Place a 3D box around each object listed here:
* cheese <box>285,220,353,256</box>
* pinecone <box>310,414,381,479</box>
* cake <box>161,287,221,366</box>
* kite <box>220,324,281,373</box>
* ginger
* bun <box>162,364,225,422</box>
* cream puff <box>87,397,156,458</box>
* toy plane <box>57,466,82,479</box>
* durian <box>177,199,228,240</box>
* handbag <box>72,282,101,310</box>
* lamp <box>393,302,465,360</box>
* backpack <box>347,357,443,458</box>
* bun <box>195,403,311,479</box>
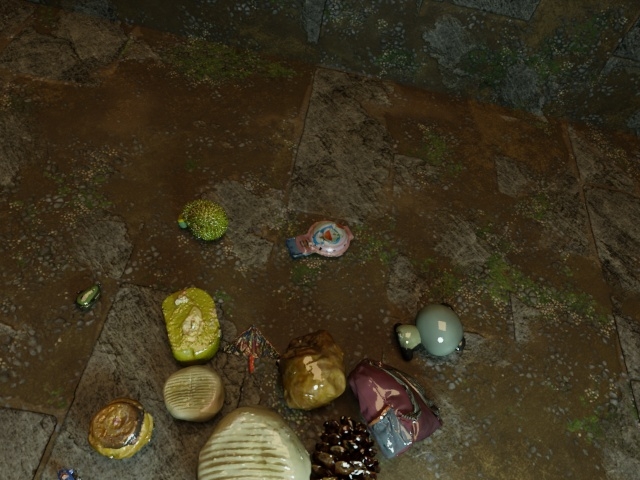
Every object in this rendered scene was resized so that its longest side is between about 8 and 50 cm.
[{"bbox_3d":[0.000,0.000,2.089,0.286,0.074,0.188,-14,57,-19],"label":"cheese"},{"bbox_3d":[0.078,0.676,1.531,0.225,0.224,0.272,17,46,1],"label":"pinecone"},{"bbox_3d":[-0.440,0.298,1.744,0.179,0.156,0.260,-16,61,-14],"label":"cake"},{"bbox_3d":[-0.240,0.386,1.802,0.233,0.009,0.189,6,54,-7],"label":"kite"},{"bbox_3d":[-0.016,0.441,1.696,0.222,0.201,0.269,68,22,-2],"label":"ginger"},{"bbox_3d":[-0.406,0.500,1.620,0.193,0.127,0.178,-4,55,0],"label":"bun"},{"bbox_3d":[-0.598,0.572,1.525,0.189,0.129,0.188,0,53,0],"label":"cream puff"},{"bbox_3d":[-0.704,0.719,1.442,0.167,0.062,0.054,47,58,9],"label":"toy plane"},{"bbox_3d":[-0.462,-0.093,2.017,0.198,0.146,0.159,35,54,10],"label":"durian"},{"bbox_3d":[-0.829,0.197,1.797,0.072,0.047,0.111,30,57,9],"label":"handbag"},{"bbox_3d":[0.407,0.341,1.872,0.244,0.197,0.197,-17,57,5],"label":"lamp"},{"bbox_3d":[0.237,0.526,1.668,0.283,0.197,0.317,9,38,-55],"label":"backpack"},{"bbox_3d":[-0.197,0.677,1.471,0.326,0.234,0.361,-25,69,-14],"label":"bun"}]
